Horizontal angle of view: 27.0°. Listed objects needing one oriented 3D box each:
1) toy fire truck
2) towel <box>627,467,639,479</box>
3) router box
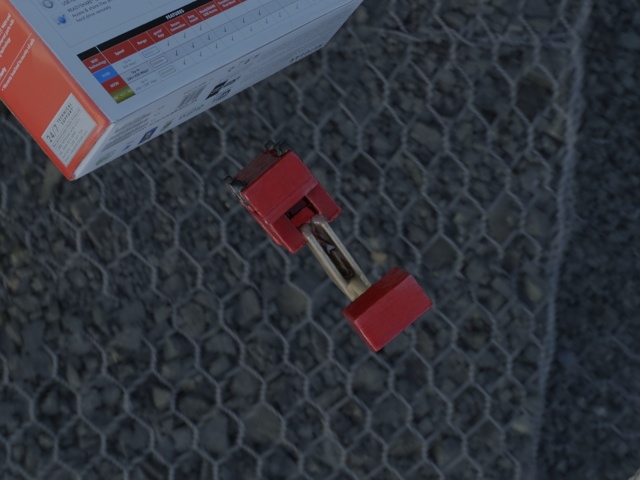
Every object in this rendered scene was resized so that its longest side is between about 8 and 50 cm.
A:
[{"bbox_3d":[0.000,0.000,0.883,0.047,0.192,0.135,-40,99,-4],"label":"toy fire truck"},{"bbox_3d":[0.310,0.175,0.678,0.187,0.049,0.282,-44,82,6],"label":"towel"},{"bbox_3d":[-0.166,-0.244,1.094,0.301,0.082,0.335,50,45,5],"label":"router box"}]
